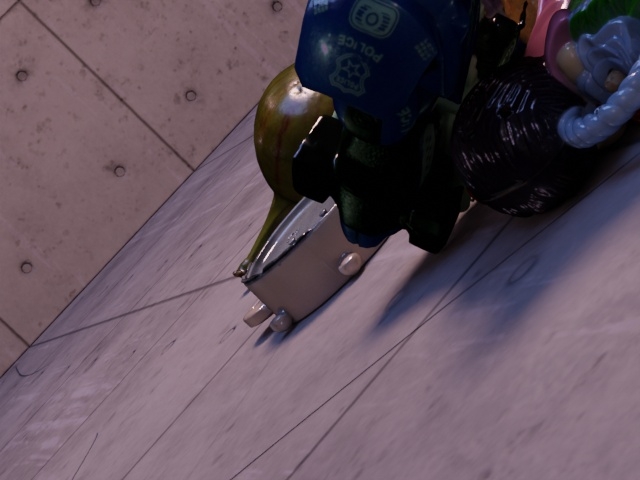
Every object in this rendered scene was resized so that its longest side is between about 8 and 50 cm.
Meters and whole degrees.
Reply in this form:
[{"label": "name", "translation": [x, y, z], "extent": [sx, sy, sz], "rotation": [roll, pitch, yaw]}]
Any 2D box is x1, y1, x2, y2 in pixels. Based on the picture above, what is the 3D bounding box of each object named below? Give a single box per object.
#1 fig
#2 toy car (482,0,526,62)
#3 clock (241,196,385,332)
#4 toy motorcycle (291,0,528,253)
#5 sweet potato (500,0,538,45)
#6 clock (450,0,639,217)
[{"label": "fig", "translation": [-0.009, -0.065, 1.850], "extent": [0.151, 0.151, 0.259], "rotation": [-58, -13, -55]}, {"label": "toy car", "translation": [0.147, -0.248, 1.693], "extent": [0.235, 0.158, 0.172], "rotation": [-44, 9, 3]}, {"label": "clock", "translation": [0.000, 0.000, 1.560], "extent": [0.229, 0.063, 0.156], "rotation": [-42, 8, 33]}, {"label": "toy motorcycle", "translation": [0.054, -0.117, 1.209], "extent": [0.196, 0.125, 0.331], "rotation": [-57, -15, -30]}, {"label": "sweet potato", "translation": [0.191, -0.205, 1.490], "extent": [0.097, 0.097, 0.292], "rotation": [-42, 9, 24]}, {"label": "clock", "translation": [0.173, -0.114, 1.141], "extent": [0.195, 0.100, 0.194], "rotation": [-59, 13, -25]}]
